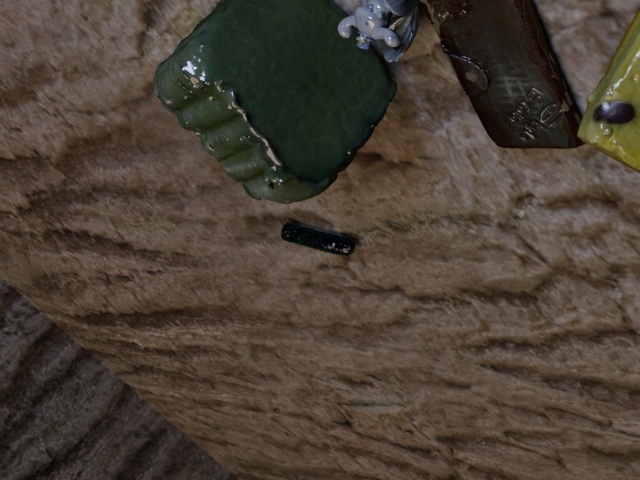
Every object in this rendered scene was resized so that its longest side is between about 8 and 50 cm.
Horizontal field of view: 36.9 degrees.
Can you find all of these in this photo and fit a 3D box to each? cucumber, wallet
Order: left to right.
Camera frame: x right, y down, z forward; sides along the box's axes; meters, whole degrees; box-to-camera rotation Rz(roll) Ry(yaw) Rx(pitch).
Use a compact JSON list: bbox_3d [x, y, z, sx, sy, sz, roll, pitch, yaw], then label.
[{"bbox_3d":[0.000,0.000,1.501,0.133,0.032,0.032,14,147,30],"label":"cucumber"},{"bbox_3d":[0.190,-0.182,1.003,0.121,0.031,0.232,3,141,42],"label":"wallet"}]

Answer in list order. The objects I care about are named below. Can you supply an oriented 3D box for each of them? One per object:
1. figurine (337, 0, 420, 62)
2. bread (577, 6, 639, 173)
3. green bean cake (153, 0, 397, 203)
[{"bbox_3d":[0.065,-0.230,1.001,0.082,0.094,0.086,6,132,-31],"label":"figurine"},{"bbox_3d":[0.409,-0.063,0.846,0.361,0.138,0.077,31,-165,4],"label":"bread"},{"bbox_3d":[-0.045,-0.168,1.068,0.227,0.223,0.125,44,150,-14],"label":"green bean cake"}]
